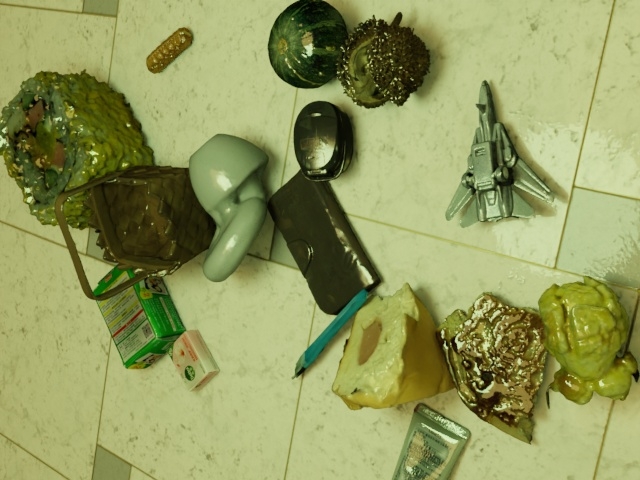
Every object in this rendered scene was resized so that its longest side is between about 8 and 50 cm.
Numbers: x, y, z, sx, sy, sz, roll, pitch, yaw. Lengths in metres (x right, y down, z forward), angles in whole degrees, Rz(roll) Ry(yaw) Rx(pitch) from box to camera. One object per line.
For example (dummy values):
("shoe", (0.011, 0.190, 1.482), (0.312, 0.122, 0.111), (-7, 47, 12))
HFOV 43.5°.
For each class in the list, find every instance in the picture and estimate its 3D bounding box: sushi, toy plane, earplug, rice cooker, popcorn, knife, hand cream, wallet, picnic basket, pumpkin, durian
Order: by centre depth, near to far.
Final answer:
("popcorn", (0.432, 0.163, 1.328), (0.168, 0.173, 0.195), (-139, 29, -68))
("toy plane", (0.303, -0.163, 1.445), (0.212, 0.088, 0.267), (-9, 86, 36))
("durian", (0.122, -0.349, 1.536), (0.196, 0.167, 0.196), (-8, 72, 25))
("hand cream", (0.184, 0.499, 1.581), (0.124, 0.077, 0.341), (25, 98, 34))
("pumpkin", (-0.025, -0.403, 1.647), (0.190, 0.146, 0.190), (4, 96, 37))
("rice cooker", (0.007, -0.204, 1.653), (0.112, 0.106, 0.165), (-1, 94, 26))
("knife", (0.018, 0.200, 1.686), (0.026, 0.044, 0.296), (31, 126, -13))
("wallet", (0.000, 0.000, 1.708), (0.165, 0.042, 0.310), (-39, 69, 29))
("earplug", (-0.204, -0.071, 1.759), (0.214, 0.175, 0.326), (172, 99, -78))
("picnic basket", (-0.428, -0.033, 1.823), (0.291, 0.321, 0.254), (5, 115, 42))
("sushi", (-0.647, -0.229, 2.063), (0.351, 0.240, 0.397), (-42, 70, 29))

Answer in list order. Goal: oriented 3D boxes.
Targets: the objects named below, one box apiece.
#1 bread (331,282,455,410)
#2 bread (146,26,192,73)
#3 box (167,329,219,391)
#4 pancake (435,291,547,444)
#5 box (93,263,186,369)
("bread", (0.113, 0.215, 1.523), (0.183, 0.211, 0.224), (-23, 83, 42))
("bread", (-0.373, -0.467, 1.970), (0.157, 0.044, 0.052), (-31, 76, 34))
("box", (-0.310, 0.291, 1.946), (0.089, 0.043, 0.125), (-46, 65, 29))
("pancake", (0.309, 0.224, 1.471), (0.212, 0.056, 0.258), (10, 90, 27))
("box", (-0.461, 0.182, 2.022), (0.180, 0.103, 0.250), (-38, 71, 32))
